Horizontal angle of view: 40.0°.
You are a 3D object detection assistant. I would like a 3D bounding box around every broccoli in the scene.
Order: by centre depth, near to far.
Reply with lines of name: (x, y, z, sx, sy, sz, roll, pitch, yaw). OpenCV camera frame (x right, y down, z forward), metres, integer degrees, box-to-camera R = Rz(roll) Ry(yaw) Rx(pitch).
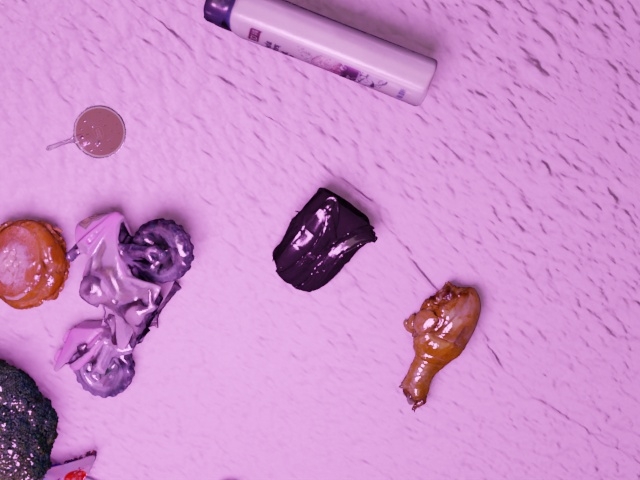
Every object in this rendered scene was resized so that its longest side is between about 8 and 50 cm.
broccoli: (-0.548, 0.300, 1.337, 0.297, 0.297, 0.297, 41, 107, -6)

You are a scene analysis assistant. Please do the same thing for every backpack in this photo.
backpack: (-0.004, -0.001, 1.414, 0.165, 0.106, 0.120, -42, 119, 17)

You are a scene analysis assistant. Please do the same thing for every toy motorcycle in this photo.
toy motorcycle: (-0.333, 0.088, 1.394, 0.188, 0.143, 0.327, 30, 108, 3)

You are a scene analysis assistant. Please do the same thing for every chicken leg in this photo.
chicken leg: (0.184, 0.170, 1.458, 0.103, 0.088, 0.228, 28, 100, -16)

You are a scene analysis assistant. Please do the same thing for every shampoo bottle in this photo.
shampoo bottle: (-0.001, -0.307, 1.367, 0.359, 0.134, 0.078, 21, 95, -3)

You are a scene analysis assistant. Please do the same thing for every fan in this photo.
fan: (-0.380, -0.168, 1.423, 0.133, 0.005, 0.085, -17, 97, -2)

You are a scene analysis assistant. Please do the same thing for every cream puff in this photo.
cream puff: (-0.458, 0.039, 1.389, 0.126, 0.103, 0.144, 6, 82, 15)

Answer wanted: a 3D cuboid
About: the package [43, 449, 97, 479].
package: (-0.464, 0.447, 1.451, 0.269, 0.071, 0.194, -26, 104, 3)
